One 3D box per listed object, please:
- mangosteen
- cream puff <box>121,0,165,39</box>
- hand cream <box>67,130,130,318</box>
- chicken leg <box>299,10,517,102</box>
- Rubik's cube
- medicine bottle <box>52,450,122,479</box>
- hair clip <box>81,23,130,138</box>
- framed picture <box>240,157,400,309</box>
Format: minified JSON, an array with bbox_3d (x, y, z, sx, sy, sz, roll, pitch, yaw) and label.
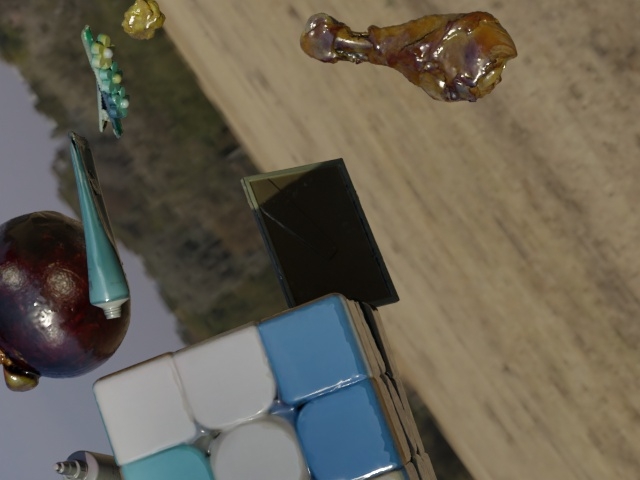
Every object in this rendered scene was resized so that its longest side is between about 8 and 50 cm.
[{"bbox_3d":[-0.464,0.096,2.240,0.297,0.293,0.297,168,90,-71],"label":"mangosteen"},{"bbox_3d":[-0.332,-0.410,2.532,0.083,0.083,0.058,70,-174,-53],"label":"cream puff"},{"bbox_3d":[-0.267,-0.018,1.607,0.083,0.048,0.224,26,-128,-86],"label":"hand cream"},{"bbox_3d":[0.099,-0.219,1.544,0.087,0.251,0.107,-32,-48,-72],"label":"chicken leg"},{"bbox_3d":[-0.049,0.287,1.772,0.344,0.347,0.346,24,-135,-79],"label":"Rubik's cube"},{"bbox_3d":[-0.313,0.319,1.853,0.057,0.057,0.199,53,-172,23],"label":"medicine bottle"},{"bbox_3d":[-0.274,-0.206,1.745,0.049,0.049,0.173,52,158,40],"label":"hair clip"},{"bbox_3d":[0.000,0.000,2.053,0.016,0.184,0.250,-47,61,56],"label":"framed picture"}]
